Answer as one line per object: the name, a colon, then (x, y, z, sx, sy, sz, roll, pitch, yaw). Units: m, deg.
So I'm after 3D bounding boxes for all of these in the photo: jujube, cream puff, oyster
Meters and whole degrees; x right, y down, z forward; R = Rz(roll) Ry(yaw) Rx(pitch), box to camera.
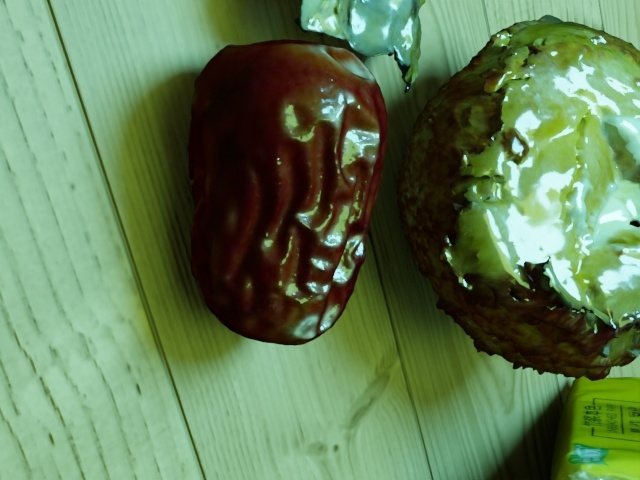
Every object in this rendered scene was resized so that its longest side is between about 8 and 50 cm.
jujube: (-0.030, -0.038, 0.645, 0.155, 0.155, 0.230, 3, 99, -43)
cream puff: (0.218, -0.033, 0.817, 0.351, 0.229, 0.350, 5, 76, -22)
oyster: (0.079, -0.289, 0.736, 0.201, 0.107, 0.354, 47, 46, -37)

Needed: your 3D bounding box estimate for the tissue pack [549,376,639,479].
tissue pack: (0.345, 0.317, 0.868, 0.382, 0.228, 0.293, -15, 104, -70)
